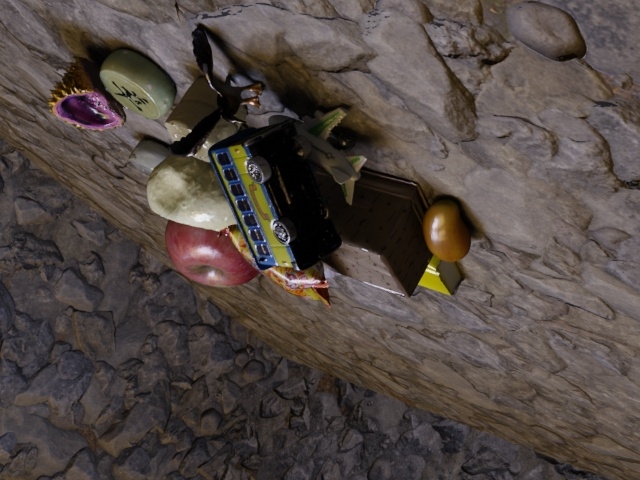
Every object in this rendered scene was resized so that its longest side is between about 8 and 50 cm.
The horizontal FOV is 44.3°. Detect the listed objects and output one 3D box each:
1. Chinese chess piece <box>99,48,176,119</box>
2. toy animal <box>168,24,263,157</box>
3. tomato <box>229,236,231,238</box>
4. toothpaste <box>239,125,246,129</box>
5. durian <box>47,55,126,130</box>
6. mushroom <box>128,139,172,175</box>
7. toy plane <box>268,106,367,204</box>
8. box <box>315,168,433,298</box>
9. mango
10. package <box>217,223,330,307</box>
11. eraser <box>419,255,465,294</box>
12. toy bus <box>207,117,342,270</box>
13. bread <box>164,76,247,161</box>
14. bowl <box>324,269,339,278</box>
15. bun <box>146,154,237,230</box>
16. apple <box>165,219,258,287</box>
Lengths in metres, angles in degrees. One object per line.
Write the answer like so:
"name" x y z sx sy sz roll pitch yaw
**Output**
"Chinese chess piece" -0.439 -0.373 1.889 0.189 0.083 0.188 30 162 11
"toy animal" -0.187 -0.291 1.599 0.197 0.160 0.272 27 126 33
"tomato" -0.194 -0.071 2.210 0.082 0.167 0.174 130 118 -81
"toothpaste" -0.231 -0.280 1.907 0.140 0.021 0.037 10 161 44
"durian" -0.588 -0.374 1.981 0.154 0.186 0.260 -4 156 6
"mushroom" -0.419 -0.214 2.289 0.352 0.097 0.109 19 162 21
"toy plane" -0.007 -0.189 1.628 0.255 0.101 0.251 40 131 25
"box" 0.087 -0.031 1.800 0.297 0.190 0.225 20 161 33
"mango" 0.270 -0.020 1.701 0.102 0.084 0.184 7 149 24
"package" -0.087 0.048 1.821 0.288 0.108 0.223 33 170 14
"eraser" 0.234 0.052 1.987 0.226 0.069 0.158 18 161 34
"toy bus" -0.089 -0.088 1.600 0.175 0.138 0.287 -2 115 51
"bread" -0.255 -0.269 1.774 0.134 0.141 0.148 22 162 30
"bowl" 0.000 0.000 2.102 0.287 0.143 0.287 28 162 10
"bun" -0.253 -0.134 1.985 0.349 0.227 0.352 16 180 14
"apple" -0.308 -0.013 2.408 0.345 0.269 0.344 9 154 4
